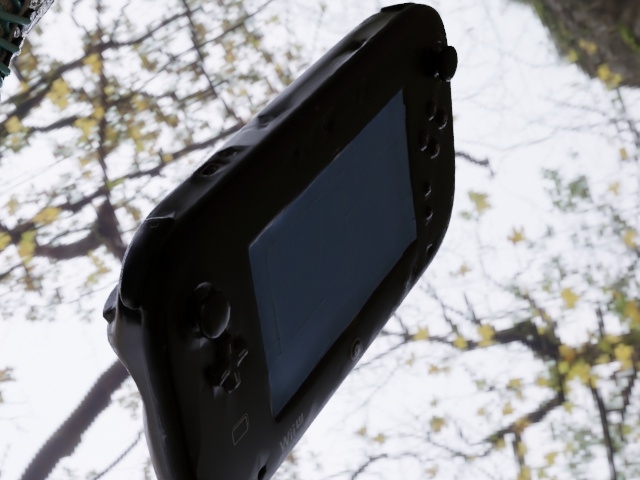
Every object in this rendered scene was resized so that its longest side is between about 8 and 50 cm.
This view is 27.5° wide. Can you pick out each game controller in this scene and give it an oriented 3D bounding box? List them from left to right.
[{"bbox_3d":[0.000,0.000,0.684,0.319,0.067,0.166,-48,-49,-47],"label":"game controller"}]

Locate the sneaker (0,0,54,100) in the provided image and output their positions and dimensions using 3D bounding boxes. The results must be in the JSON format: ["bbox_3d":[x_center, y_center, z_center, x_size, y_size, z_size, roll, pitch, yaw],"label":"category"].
[{"bbox_3d":[-0.238,-0.126,0.876,0.283,0.122,0.110,-52,-44,0],"label":"sneaker"}]
